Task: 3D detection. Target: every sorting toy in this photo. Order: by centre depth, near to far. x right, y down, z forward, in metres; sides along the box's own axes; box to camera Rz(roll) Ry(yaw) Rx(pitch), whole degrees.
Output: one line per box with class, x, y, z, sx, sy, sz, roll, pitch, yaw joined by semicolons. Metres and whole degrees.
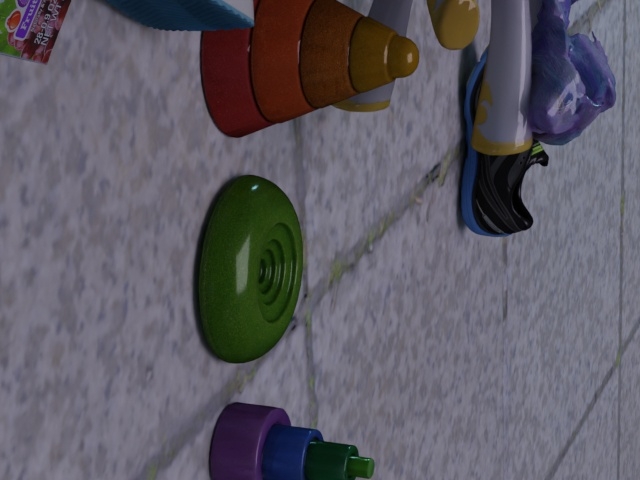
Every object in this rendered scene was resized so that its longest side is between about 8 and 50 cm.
sorting toy;0.000;0.000;1.247;0.127;0.126;0.365;-22;116;-66

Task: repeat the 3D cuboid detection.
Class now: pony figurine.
pony figurine;0.118;-0.250;1.256;0.303;0.351;0.363;-9;107;-28

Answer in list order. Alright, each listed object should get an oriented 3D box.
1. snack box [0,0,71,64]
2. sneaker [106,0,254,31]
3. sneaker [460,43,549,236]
snack box;-0.147;-0.191;0.821;0.207;0.070;0.174;-68;160;5
sneaker;-0.095;-0.182;1.026;0.229;0.087;0.092;36;55;-74
sneaker;0.171;-0.095;1.720;0.067;0.078;0.188;-30;123;-65
